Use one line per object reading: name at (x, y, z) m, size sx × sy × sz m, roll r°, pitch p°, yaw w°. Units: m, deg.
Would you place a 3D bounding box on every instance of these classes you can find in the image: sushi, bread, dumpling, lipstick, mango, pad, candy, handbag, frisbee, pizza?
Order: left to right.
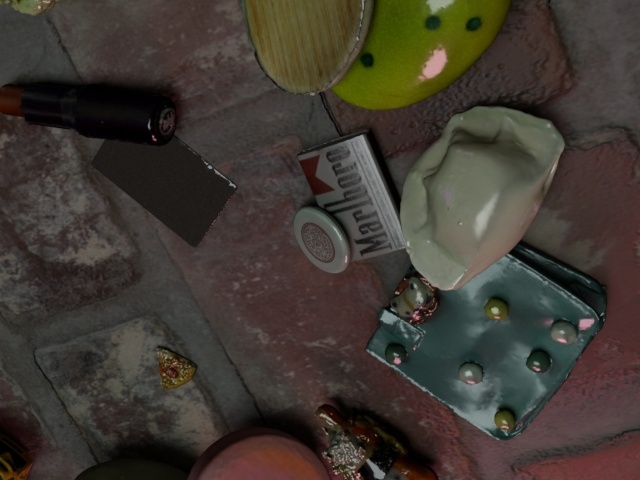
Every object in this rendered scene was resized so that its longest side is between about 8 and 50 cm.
lipstick at (-0.351, -0.194, 1.454) m, size 0.299 × 0.081 × 0.081 m, roll 11°, pitch 118°, yaw 23°
pad at (-0.241, -0.099, 1.500) m, size 0.211 × 0.003 × 0.143 m, roll 40°, pitch 122°, yaw 0°
pizza at (-0.255, 0.215, 1.646) m, size 0.078 × 0.025 × 0.083 m, roll 47°, pitch 123°, yaw -8°
candy at (-0.095, 0.429, 1.570) m, size 0.255 × 0.255 × 0.094 m, roll 57°, pitch 164°, yaw -11°
bread at (-0.017, -0.309, 1.217) m, size 0.267 × 0.040 × 0.267 m, roll 19°, pitch 114°, yaw 51°
frisbee at (0.000, 0.000, 1.418) m, size 0.110 × 0.014 × 0.110 m, roll 31°, pitch 139°, yaw 31°
sushi at (0.075, 0.343, 1.534) m, size 0.226 × 0.103 × 0.097 m, roll 40°, pitch 139°, yaw 2°
mango at (0.111, -0.263, 1.203) m, size 0.175 × 0.143 × 0.293 m, roll 49°, pitch 131°, yaw -4°
dumpling at (0.190, -0.064, 1.263) m, size 0.179 × 0.131 × 0.252 m, roll 35°, pitch 100°, yaw 28°
handbag at (0.224, 0.126, 1.366) m, size 0.274 × 0.100 × 0.269 m, roll 31°, pitch 123°, yaw 5°

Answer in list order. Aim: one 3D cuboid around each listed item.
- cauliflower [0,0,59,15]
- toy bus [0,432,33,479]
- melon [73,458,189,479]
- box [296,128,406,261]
cauliflower at (-0.460, -0.442, 1.273) m, size 0.327 × 0.260 × 0.281 m, roll 28°, pitch 129°, yaw -17°
toy bus at (-0.648, 0.475, 1.859) m, size 0.145 × 0.151 × 0.331 m, roll 35°, pitch 124°, yaw 10°
melon at (-0.301, 0.502, 1.673) m, size 0.307 × 0.271 × 0.272 m, roll 13°, pitch 120°, yaw 38°
box at (0.051, -0.058, 1.383) m, size 0.115 × 0.036 × 0.178 m, roll -15°, pitch 108°, yaw 29°
